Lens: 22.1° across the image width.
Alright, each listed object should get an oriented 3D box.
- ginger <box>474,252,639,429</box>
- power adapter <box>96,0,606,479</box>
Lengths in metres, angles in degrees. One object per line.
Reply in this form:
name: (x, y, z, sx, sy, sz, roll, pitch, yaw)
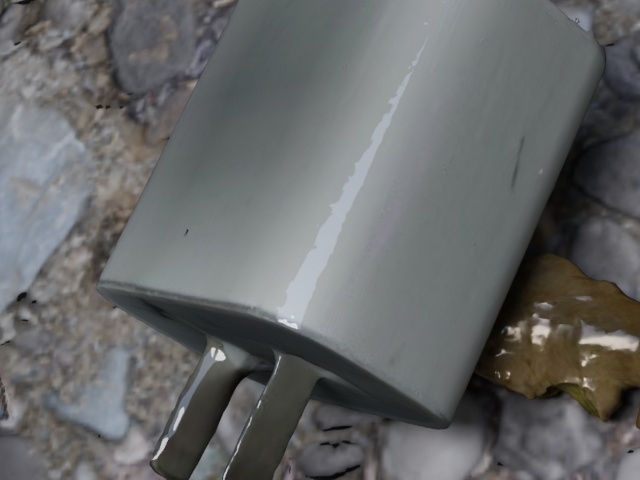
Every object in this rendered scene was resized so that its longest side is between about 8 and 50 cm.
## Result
ginger: (0.132, 0.058, 0.736, 0.173, 0.051, 0.069, 27, 83, 34)
power adapter: (0.000, 0.000, 0.758, 0.187, 0.124, 0.255, 5, 67, 54)
